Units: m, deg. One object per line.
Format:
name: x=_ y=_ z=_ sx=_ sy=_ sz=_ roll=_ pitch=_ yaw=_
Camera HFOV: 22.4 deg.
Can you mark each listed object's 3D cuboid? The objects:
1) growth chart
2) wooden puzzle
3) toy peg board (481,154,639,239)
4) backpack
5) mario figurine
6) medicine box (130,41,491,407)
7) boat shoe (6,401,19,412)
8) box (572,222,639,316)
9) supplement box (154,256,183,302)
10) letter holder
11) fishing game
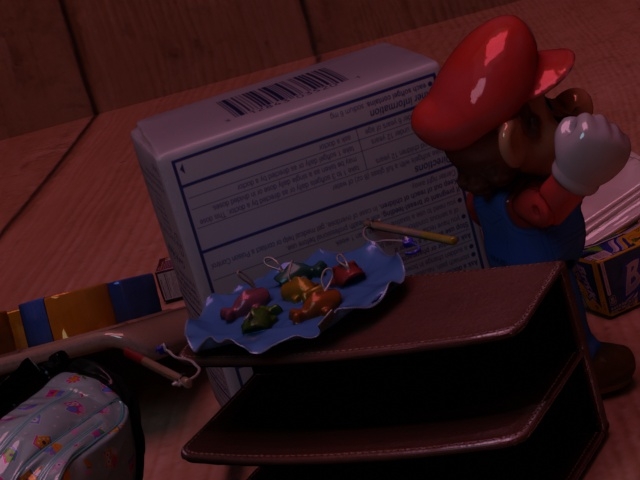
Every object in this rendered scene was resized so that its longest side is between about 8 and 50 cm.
growth chart: x=0.256 y=-0.052 z=1.645 sx=0.172 sy=0.021 sz=0.237 roll=-29 pitch=28 yaw=-4
wooden puzzle: x=-0.285 y=0.095 z=1.678 sx=0.348 sy=0.080 sz=0.322 roll=-10 pitch=0 yaw=16
toy peg board: x=0.248 y=-0.007 z=1.683 sx=0.161 sy=0.079 sz=0.160 roll=-3 pitch=36 yaw=38
backpack: x=-0.207 y=0.180 z=1.210 sx=0.115 sy=0.152 sz=0.182 roll=6 pitch=18 yaw=23
mario figurine: x=0.199 y=-0.036 z=1.347 sx=0.198 sy=0.320 sz=0.170 roll=-3 pitch=21 yaw=37
medicine box: x=0.000 y=0.000 z=1.476 sx=0.264 sy=0.289 sz=0.149 roll=-19 pitch=18 yaw=-11
boat shoe: x=-0.315 y=0.178 z=1.579 sx=0.084 sy=0.079 sz=0.233 roll=-23 pitch=16 yaw=-16
box: x=0.322 y=0.013 z=1.535 sx=0.169 sy=0.059 sz=0.054 roll=-22 pitch=16 yaw=-19
supplement box: x=-0.152 y=0.039 z=1.942 sx=0.083 sy=0.043 sz=0.055 roll=-14 pitch=16 yaw=5
letter holder: x=0.035 y=0.139 z=1.237 sx=0.302 sy=0.152 sz=0.214 roll=-7 pitch=20 yaw=30
fishing game: x=-0.025 y=0.039 z=1.282 sx=0.264 sy=0.041 sz=0.189 roll=-26 pitch=18 yaw=-20
